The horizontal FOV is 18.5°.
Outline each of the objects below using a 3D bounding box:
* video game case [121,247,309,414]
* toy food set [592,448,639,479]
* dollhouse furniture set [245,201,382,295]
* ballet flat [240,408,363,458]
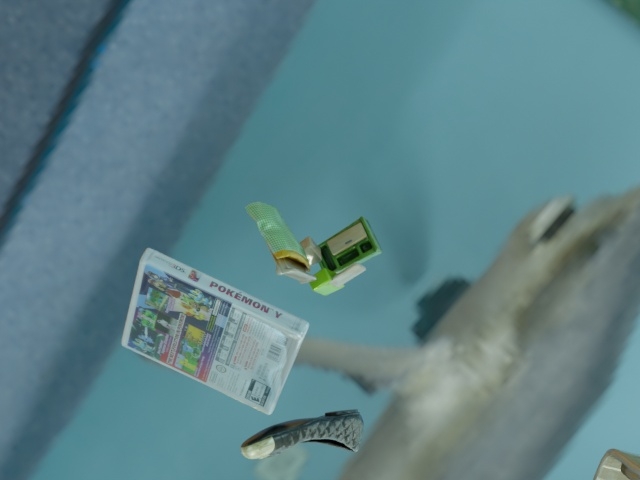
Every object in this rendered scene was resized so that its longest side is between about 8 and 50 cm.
[{"bbox_3d":[-0.114,0.098,2.058,0.201,0.183,0.023,112,4,-60],"label":"video game case"},{"bbox_3d":[0.359,0.259,1.647,0.306,0.219,0.092,-148,-108,-85],"label":"toy food set"},{"bbox_3d":[0.000,0.000,1.779,0.058,0.076,0.151,-31,158,15],"label":"dollhouse furniture set"},{"bbox_3d":[-0.014,0.214,2.095,0.173,0.049,0.057,-7,178,-44],"label":"ballet flat"}]
